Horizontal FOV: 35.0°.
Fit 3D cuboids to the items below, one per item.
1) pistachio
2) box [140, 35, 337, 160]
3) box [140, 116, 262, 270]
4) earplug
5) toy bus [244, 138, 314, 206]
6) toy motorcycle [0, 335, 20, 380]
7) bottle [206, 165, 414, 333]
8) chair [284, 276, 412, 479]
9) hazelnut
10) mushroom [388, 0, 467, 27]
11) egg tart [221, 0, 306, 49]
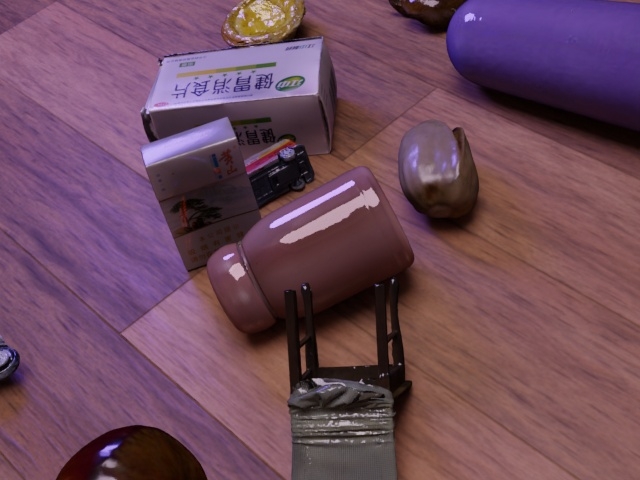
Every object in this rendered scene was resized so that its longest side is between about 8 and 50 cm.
[{"bbox_3d":[0.193,-0.120,1.651,0.129,0.131,0.206,23,40,-22],"label":"pistachio"},{"bbox_3d":[-0.143,-0.252,1.860,0.332,0.145,0.173,-5,43,10],"label":"box"},{"bbox_3d":[-0.182,-0.071,1.626,0.149,0.233,0.067,-21,44,-6],"label":"box"},{"bbox_3d":[0.423,-0.321,1.745,0.455,0.215,0.215,19,54,35],"label":"earplug"},{"bbox_3d":[-0.103,-0.109,1.760,0.174,0.079,0.077,-29,37,-13],"label":"toy bus"},{"bbox_3d":[-0.580,0.191,1.591,0.228,0.074,0.151,-18,42,0],"label":"toy motorcycle"},{"bbox_3d":[-0.025,0.020,1.545,0.296,0.173,0.206,-29,26,2],"label":"bottle"},{"bbox_3d":[0.039,0.216,1.361,0.160,0.319,0.186,-4,1,10],"label":"chair"},{"bbox_3d":[-0.248,0.350,1.241,0.217,0.217,0.251,-3,35,12],"label":"hazelnut"},{"bbox_3d":[0.215,-0.485,2.042,0.170,0.080,0.135,8,39,18],"label":"mushroom"},{"bbox_3d":[-0.114,-0.440,2.090,0.191,0.074,0.191,-8,46,8],"label":"egg tart"}]
